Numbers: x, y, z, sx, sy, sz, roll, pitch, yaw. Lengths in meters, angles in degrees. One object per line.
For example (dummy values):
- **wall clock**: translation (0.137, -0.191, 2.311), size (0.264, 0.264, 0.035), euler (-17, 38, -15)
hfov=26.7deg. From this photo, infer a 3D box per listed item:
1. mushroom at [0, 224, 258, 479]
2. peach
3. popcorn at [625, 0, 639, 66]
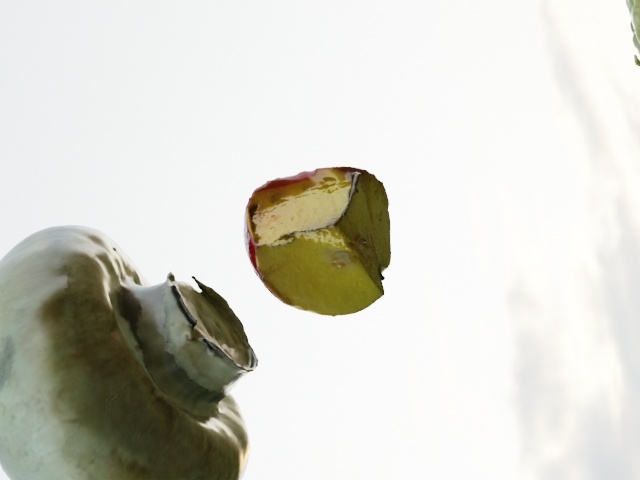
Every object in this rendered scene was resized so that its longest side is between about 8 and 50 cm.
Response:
- **mushroom**: translation (-0.212, 0.144, 1.390), size (0.352, 0.260, 0.352), euler (52, -170, -13)
- **peach**: translation (-0.003, 0.003, 1.274), size (0.151, 0.118, 0.151), euler (-8, -79, -49)
- **popcorn**: translation (0.503, -0.285, 1.701), size (0.206, 0.237, 0.251), euler (29, -153, -29)
